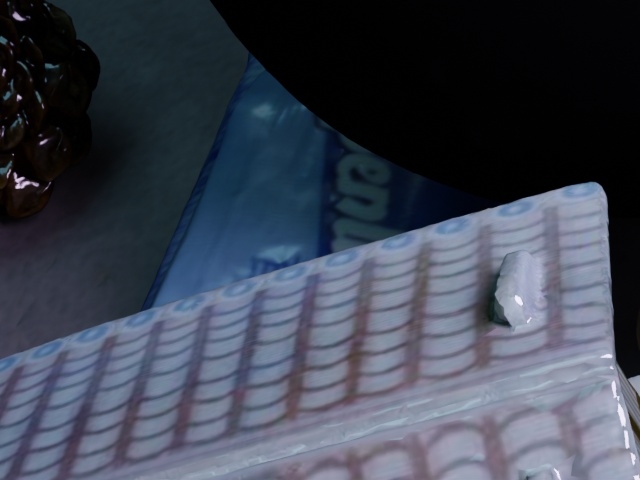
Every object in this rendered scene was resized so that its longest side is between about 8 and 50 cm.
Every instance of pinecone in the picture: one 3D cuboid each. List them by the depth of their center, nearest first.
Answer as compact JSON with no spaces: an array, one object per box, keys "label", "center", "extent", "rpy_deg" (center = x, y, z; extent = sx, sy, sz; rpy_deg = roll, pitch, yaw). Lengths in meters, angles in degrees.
[{"label":"pinecone","center":[-0.177,-0.075,0.996],"extent":[0.140,0.140,0.121],"rpy_deg":[-27,8,5]}]

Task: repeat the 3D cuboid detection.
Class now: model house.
[{"label":"model house","center":[0.009,0.115,0.593],"extent":[0.224,0.215,0.198],"rpy_deg":[-16,51,16]}]

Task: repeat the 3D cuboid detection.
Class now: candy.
[{"label":"candy","center":[0.000,0.000,0.847],"extent":[0.187,0.077,0.331],"rpy_deg":[2,54,26]}]

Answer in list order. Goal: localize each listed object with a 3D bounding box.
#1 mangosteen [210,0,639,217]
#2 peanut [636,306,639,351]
[{"label":"mangosteen","center":[0.131,-0.173,0.715],"extent":[0.382,0.435,0.382],"rpy_deg":[-9,68,24]},{"label":"peanut","center":[0.204,0.023,0.685],"extent":[0.194,0.083,0.093],"rpy_deg":[-10,31,26]}]
